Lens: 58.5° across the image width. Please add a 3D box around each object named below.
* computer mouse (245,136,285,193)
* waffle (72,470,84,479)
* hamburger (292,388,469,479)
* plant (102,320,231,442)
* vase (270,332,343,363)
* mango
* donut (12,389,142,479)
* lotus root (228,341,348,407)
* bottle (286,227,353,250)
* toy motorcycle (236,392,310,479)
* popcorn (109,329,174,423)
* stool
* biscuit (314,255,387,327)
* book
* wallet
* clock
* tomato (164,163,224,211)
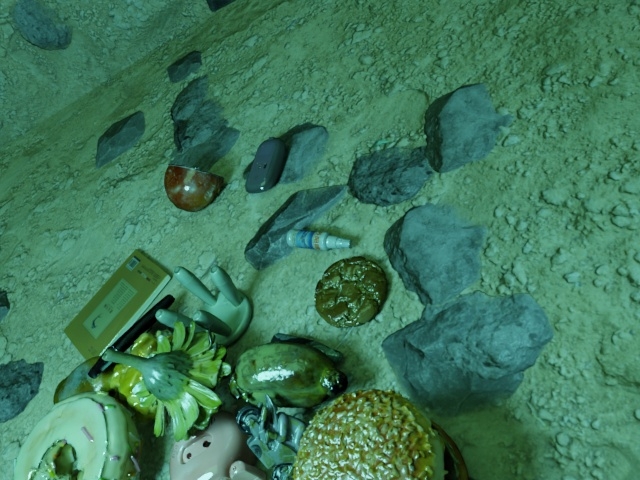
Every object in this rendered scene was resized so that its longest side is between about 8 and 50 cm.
[{"bbox_3d":[-0.191,-0.258,2.000,0.120,0.057,0.232,-2,59,30],"label":"computer mouse"},{"bbox_3d":[-0.737,0.770,1.577,0.274,0.057,0.167,-30,48,9],"label":"waffle"},{"bbox_3d":[0.114,0.472,1.144,0.330,0.250,0.329,-17,50,21],"label":"hamburger"},{"bbox_3d":[-0.362,0.312,1.424,0.261,0.296,0.306,-37,30,-27],"label":"plant"},{"bbox_3d":[-0.034,0.288,1.501,0.212,0.060,0.059,5,61,33],"label":"vase"},{"bbox_3d":[-0.713,0.450,1.742,0.317,0.146,0.192,-16,42,31],"label":"mango"},{"bbox_3d":[-0.631,0.558,1.511,0.371,0.150,0.307,-12,58,25],"label":"donut"},{"bbox_3d":[-0.074,0.339,1.413,0.310,0.173,0.173,-5,55,22],"label":"lotus root"},{"bbox_3d":[0.000,0.000,1.693,0.217,0.060,0.060,5,61,33],"label":"bottle"},{"bbox_3d":[-0.088,0.464,1.343,0.152,0.225,0.073,-31,3,-16],"label":"toy motorcycle"},{"bbox_3d":[-0.480,0.380,1.627,0.253,0.191,0.190,-55,11,-20],"label":"popcorn"},{"bbox_3d":[-0.327,0.190,1.659,0.196,0.198,0.195,-1,57,29],"label":"stool"},{"bbox_3d":[0.079,0.136,1.557,0.226,0.042,0.225,-17,49,21],"label":"biscuit"},{"bbox_3d":[-0.709,0.223,1.981,0.269,0.032,0.388,29,75,43],"label":"book"},{"bbox_3d":[-0.556,0.281,1.694,0.172,0.045,0.318,-45,4,28],"label":"wallet"},{"bbox_3d":[-0.279,0.530,1.422,0.227,0.142,0.241,-33,43,7],"label":"clock"},{"bbox_3d":[-0.467,-0.182,2.057,0.214,0.181,0.155,13,83,45],"label":"tomato"}]
